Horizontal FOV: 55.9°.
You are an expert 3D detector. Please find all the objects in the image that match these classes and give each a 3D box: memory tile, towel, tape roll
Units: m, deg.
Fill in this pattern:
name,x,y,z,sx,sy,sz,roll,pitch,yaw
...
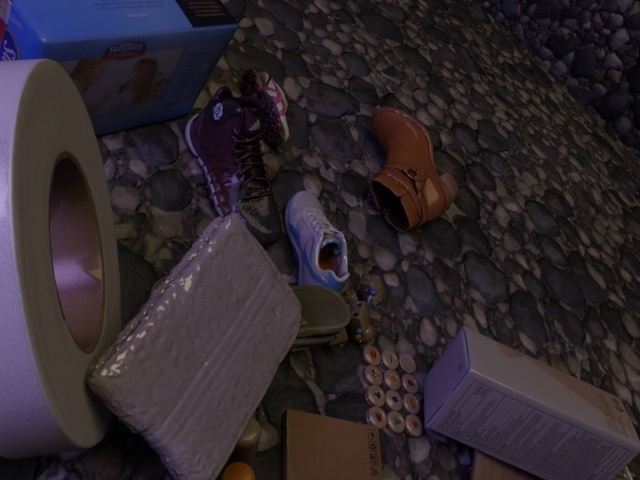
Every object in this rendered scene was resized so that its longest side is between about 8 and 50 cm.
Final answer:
name,x,y,z,sx,sy,sz,roll,pitch,yaw
memory tile,0.120,0.249,1.006,0.113,0.012,0.148,20,47,-25
towel,-0.125,0.115,0.693,0.187,0.049,0.282,57,40,-23
tape roll,-0.277,0.018,0.615,0.072,0.392,0.392,-5,57,-9

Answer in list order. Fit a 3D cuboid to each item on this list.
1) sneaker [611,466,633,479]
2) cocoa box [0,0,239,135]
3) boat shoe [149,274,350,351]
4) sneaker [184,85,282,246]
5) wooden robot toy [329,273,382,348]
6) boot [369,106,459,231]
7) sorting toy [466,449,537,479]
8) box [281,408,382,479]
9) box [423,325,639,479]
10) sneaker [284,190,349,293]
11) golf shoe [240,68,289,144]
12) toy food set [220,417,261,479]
name,x,y,z,sx,sy,sz,roll,pitch,yaw
sneaker,0.523,0.509,1.059,0.150,0.135,0.366,44,25,-49
cocoa box,-0.349,-0.315,0.922,0.347,0.231,0.228,-28,78,-47
boat shoe,-0.104,0.120,0.862,0.302,0.103,0.113,11,44,-31
sneaker,-0.127,-0.138,1.007,0.106,0.162,0.281,-17,69,-45
wooden robot toy,0.061,0.139,1.026,0.079,0.076,0.173,67,32,-30
boot,0.161,-0.155,1.309,0.220,0.109,0.283,-31,86,-43
sorting toy,0.291,0.410,0.975,0.132,0.046,0.274,37,33,0
box,0.019,0.347,0.842,0.164,0.021,0.201,19,48,-25
box,0.340,0.284,0.999,0.311,0.148,0.121,26,29,-6
sneaker,0.000,0.000,1.050,0.087,0.092,0.228,8,52,-32
golf shoe,-0.092,-0.270,1.211,0.086,0.067,0.186,0,57,-40
toy food set,-0.153,0.229,0.771,0.232,0.104,0.111,37,53,19
